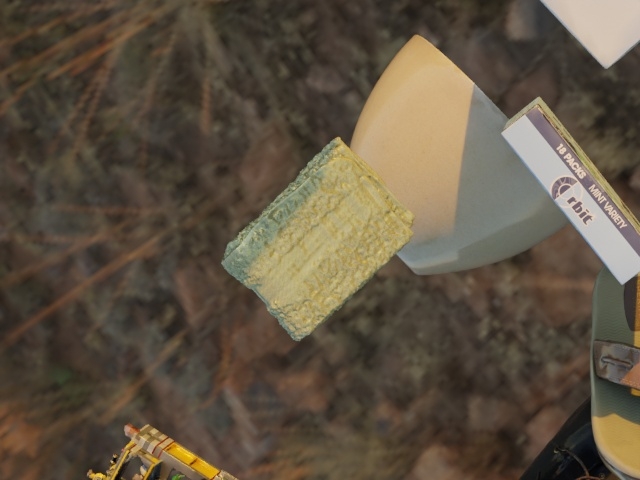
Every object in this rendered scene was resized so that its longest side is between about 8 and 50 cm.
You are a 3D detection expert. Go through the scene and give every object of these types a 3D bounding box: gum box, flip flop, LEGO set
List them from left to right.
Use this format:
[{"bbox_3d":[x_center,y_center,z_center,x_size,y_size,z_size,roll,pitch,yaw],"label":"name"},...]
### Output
[{"bbox_3d":[-0.249,0.385,2.010,0.192,0.255,0.331,31,112,9],"label":"LEGO set"},{"bbox_3d":[0.217,-0.047,1.356,0.157,0.041,0.184,52,-170,-1],"label":"gum box"},{"bbox_3d":[0.286,0.101,1.394,0.112,0.277,0.080,-8,135,12],"label":"flip flop"}]

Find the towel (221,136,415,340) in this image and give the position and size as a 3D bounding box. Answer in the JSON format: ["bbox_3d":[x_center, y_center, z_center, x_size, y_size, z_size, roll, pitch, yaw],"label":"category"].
[{"bbox_3d":[0.000,0.000,1.320,0.110,0.148,0.027,47,169,-15],"label":"towel"}]

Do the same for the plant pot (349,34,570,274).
[{"bbox_3d":[0.137,-0.071,1.864,0.284,0.191,0.284,47,-177,-3],"label":"plant pot"}]

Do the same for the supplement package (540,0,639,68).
[{"bbox_3d":[0.267,-0.298,1.516,0.194,0.203,0.149,46,113,-5],"label":"supplement package"}]

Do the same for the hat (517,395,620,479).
[{"bbox_3d":[0.349,0.307,1.938,0.134,0.331,0.331,44,147,-4],"label":"hat"}]
